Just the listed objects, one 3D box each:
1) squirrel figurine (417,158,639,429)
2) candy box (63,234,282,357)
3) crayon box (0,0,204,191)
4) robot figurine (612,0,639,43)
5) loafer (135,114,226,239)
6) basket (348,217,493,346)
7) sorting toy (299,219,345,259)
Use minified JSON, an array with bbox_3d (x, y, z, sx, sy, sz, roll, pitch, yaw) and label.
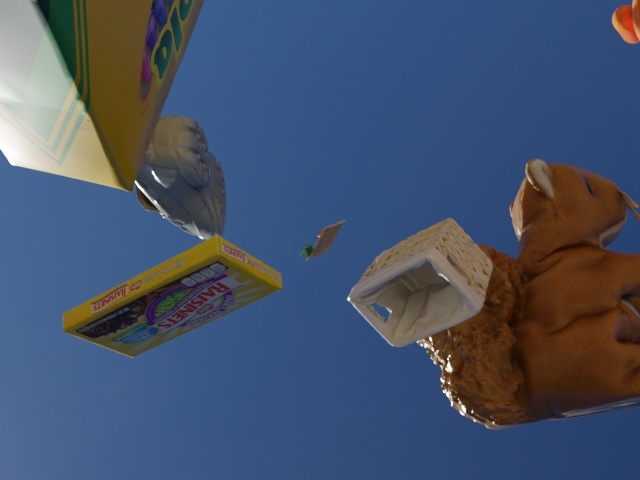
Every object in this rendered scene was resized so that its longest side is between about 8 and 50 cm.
[{"bbox_3d":[0.320,0.073,1.364,0.396,0.281,0.371,-12,-106,4],"label":"squirrel figurine"},{"bbox_3d":[-0.151,0.062,0.945,0.206,0.105,0.027,-26,-122,24],"label":"candy box"},{"bbox_3d":[-0.142,-0.268,0.605,0.106,0.313,0.363,11,-115,9],"label":"crayon box"},{"bbox_3d":[0.389,-0.221,0.922,0.158,0.219,0.128,-39,-111,25],"label":"robot figurine"},{"bbox_3d":[-0.198,-0.080,1.285,0.111,0.319,0.112,-3,-112,4],"label":"loafer"},{"bbox_3d":[0.141,0.057,1.285,0.167,0.113,0.103,-31,-161,41],"label":"basket"},{"bbox_3d":[0.000,0.000,1.285,0.012,0.062,0.083,39,-155,15],"label":"sorting toy"}]
